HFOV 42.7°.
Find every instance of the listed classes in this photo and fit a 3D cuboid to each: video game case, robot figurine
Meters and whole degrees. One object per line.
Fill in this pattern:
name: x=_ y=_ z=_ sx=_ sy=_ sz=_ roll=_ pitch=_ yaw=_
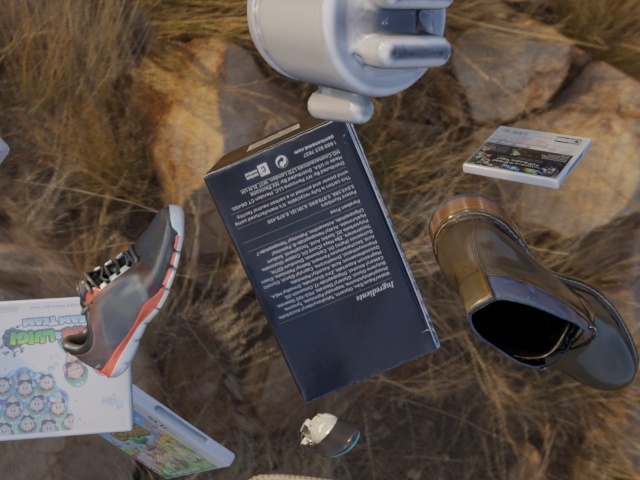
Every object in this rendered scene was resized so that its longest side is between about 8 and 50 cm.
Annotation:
video game case: x=-0.256 y=0.292 z=1.228 sx=0.193 sy=0.212 sz=0.023 roll=40 pitch=53 yaw=-18
video game case: x=-0.277 y=0.132 z=0.853 sx=0.157 sy=0.019 sz=0.143 roll=-3 pitch=85 yaw=-6
video game case: x=0.396 y=-0.162 z=1.565 sx=0.173 sy=0.190 sz=0.022 roll=-42 pitch=135 yaw=-40
robot figurine: x=0.029 y=-0.308 z=1.122 sx=0.199 sy=0.353 sz=0.300 roll=-5 pitch=110 yaw=-33

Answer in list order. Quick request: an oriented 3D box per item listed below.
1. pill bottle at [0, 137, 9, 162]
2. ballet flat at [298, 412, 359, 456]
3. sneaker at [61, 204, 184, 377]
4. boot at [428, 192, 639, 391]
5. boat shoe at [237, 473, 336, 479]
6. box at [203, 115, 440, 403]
pill bottle: x=-0.289 y=-0.101 z=0.532 sx=0.094 sy=0.094 sz=0.169 roll=-45 pitch=100 yaw=-17
ballet flat: x=0.004 y=0.333 z=1.407 sx=0.074 sy=0.203 sz=0.074 roll=4 pitch=75 yaw=-15
sneaker: x=-0.159 y=0.037 z=0.650 sx=0.065 sy=0.061 sz=0.158 roll=24 pitch=102 yaw=-18
boot: x=0.159 y=0.069 z=0.578 sx=0.219 sy=0.106 sz=0.082 roll=38 pitch=117 yaw=-21
boat shoe: x=0.089 y=0.171 z=0.336 sx=0.355 sy=0.130 sz=0.132 roll=26 pitch=94 yaw=-15
box: x=0.000 y=0.000 z=1.696 sx=0.297 sy=0.480 sz=0.472 roll=-24 pitch=100 yaw=2
